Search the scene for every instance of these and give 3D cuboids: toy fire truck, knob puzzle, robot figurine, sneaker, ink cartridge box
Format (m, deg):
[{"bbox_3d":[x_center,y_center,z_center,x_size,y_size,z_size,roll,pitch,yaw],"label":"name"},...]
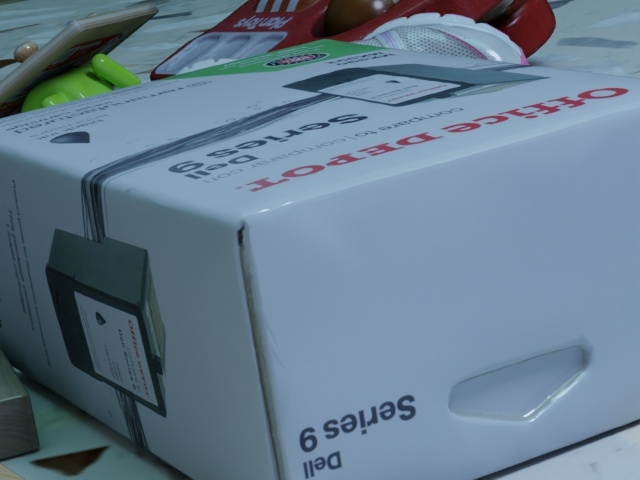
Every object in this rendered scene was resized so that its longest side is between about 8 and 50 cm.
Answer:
[{"bbox_3d":[0.021,-0.177,1.396,0.254,0.169,0.302,-41,26,-19],"label":"toy fire truck"},{"bbox_3d":[-0.229,-0.122,1.344,0.213,0.030,0.213,-37,2,1],"label":"knob puzzle"},{"bbox_3d":[-0.181,-0.095,1.320,0.101,0.067,0.115,-37,3,25],"label":"robot figurine"},{"bbox_3d":[0.005,-0.067,1.064,0.252,0.103,0.111,-11,17,20],"label":"sneaker"},{"bbox_3d":[0.000,0.000,0.736,0.211,0.122,0.289,-17,17,-27],"label":"ink cartridge box"}]

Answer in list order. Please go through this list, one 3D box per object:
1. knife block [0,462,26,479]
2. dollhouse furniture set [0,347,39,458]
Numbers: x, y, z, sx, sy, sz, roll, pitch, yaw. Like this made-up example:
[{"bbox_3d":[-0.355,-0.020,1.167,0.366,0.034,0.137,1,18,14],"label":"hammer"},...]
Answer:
[{"bbox_3d":[-0.102,0.107,0.460,0.242,0.088,0.276,-4,15,15],"label":"knife block"},{"bbox_3d":[-0.208,0.035,0.723,0.151,0.123,0.144,-13,15,-16],"label":"dollhouse furniture set"}]
